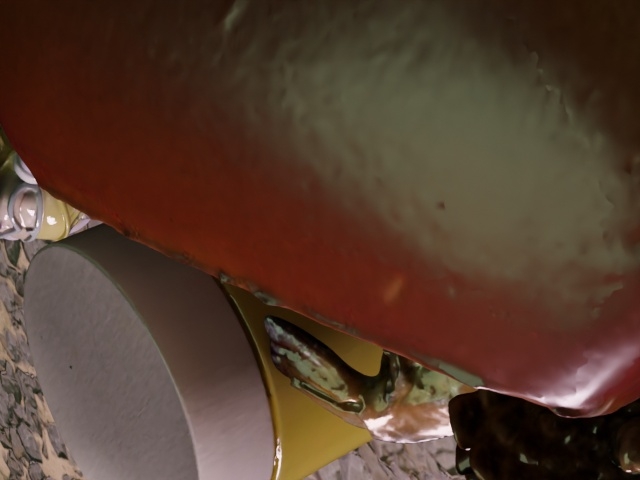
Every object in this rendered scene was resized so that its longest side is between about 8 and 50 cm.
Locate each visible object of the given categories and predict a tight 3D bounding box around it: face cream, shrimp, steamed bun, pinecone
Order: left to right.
[{"bbox_3d":[-0.072,0.074,0.927,0.218,0.179,0.218,32,134,41],"label":"face cream"},{"bbox_3d":[0.000,0.000,0.795,0.296,0.058,0.169,40,105,5],"label":"shrimp"},{"bbox_3d":[0.041,-0.102,0.581,0.379,0.235,0.248,23,107,34],"label":"steamed bun"},{"bbox_3d":[0.149,0.141,0.667,0.185,0.169,0.212,40,138,32],"label":"pinecone"}]

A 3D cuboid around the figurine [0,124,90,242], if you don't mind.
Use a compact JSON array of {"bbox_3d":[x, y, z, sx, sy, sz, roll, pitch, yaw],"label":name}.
[{"bbox_3d":[-0.286,-0.076,1.189,0.128,0.184,0.208,128,151,-49],"label":"figurine"}]
